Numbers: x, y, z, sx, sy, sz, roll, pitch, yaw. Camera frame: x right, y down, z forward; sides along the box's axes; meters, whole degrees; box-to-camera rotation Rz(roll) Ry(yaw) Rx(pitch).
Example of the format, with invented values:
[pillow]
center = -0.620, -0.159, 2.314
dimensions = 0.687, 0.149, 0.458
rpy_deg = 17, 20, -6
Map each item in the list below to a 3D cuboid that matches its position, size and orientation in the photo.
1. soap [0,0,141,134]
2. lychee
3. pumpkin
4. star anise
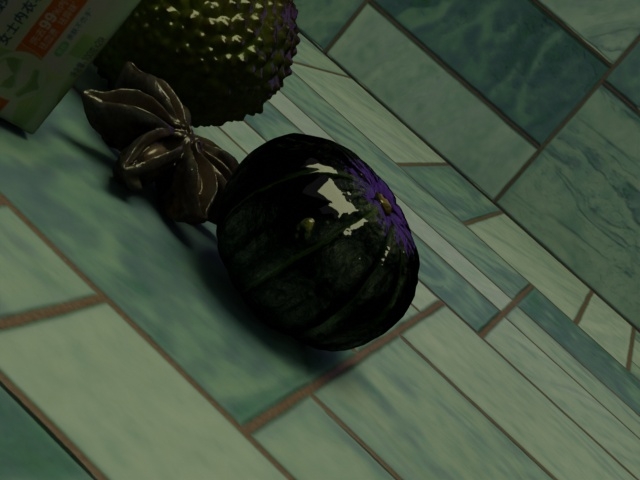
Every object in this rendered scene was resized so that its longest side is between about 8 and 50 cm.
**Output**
[soap]
center = -0.288, -0.229, 1.054
dimensions = 0.182, 0.199, 0.138
rpy_deg = 30, 20, -39
[lychee]
center = -0.155, -0.266, 1.405
dimensions = 0.270, 0.270, 0.320
rpy_deg = 36, -3, -19
[pumpkin]
center = 0.000, 0.000, 1.150
dimensions = 0.220, 0.162, 0.220
rpy_deg = 47, 25, -30
[star anise]
center = -0.158, -0.087, 1.201
dimensions = 0.212, 0.073, 0.197
rpy_deg = 50, 21, -2
